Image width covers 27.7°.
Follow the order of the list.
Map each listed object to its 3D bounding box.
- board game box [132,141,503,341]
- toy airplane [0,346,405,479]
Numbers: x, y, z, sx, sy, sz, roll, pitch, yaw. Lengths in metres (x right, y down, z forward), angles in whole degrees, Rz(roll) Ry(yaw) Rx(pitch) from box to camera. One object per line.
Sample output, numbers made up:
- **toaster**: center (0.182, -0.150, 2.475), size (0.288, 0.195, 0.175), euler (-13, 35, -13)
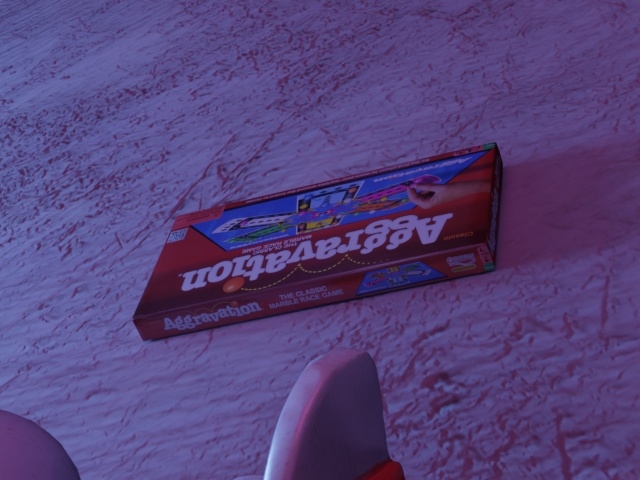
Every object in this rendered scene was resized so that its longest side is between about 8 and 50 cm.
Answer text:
- **board game box**: center (0.000, 0.000, 1.005), size (0.281, 0.027, 0.145), euler (-13, 32, 18)
- **toy airplane**: center (-0.080, 0.165, 0.539), size (0.386, 0.272, 0.384), euler (-23, 29, 2)
